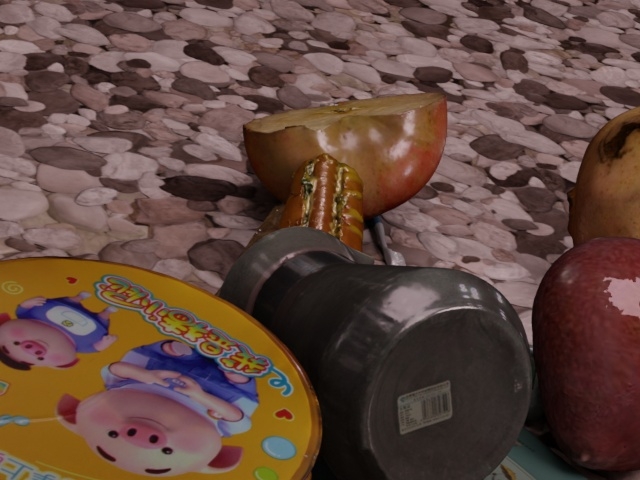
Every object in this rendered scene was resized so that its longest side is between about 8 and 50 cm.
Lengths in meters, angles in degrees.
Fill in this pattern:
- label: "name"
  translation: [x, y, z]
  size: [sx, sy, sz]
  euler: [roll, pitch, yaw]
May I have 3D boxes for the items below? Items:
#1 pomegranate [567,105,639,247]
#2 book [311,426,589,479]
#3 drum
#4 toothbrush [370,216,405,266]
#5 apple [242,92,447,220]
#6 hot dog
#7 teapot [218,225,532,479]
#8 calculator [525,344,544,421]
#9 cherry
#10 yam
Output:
- label: "pomegranate"
  translation: [0.476, -0.037, 2.156]
  size: [0.322, 0.322, 0.322]
  euler: [10, 27, -5]
- label: "book"
  translation: [0.144, 0.293, 1.682]
  size: [0.379, 0.031, 0.264]
  euler: [-8, 33, -35]
- label: "drum"
  translation: [-0.223, 0.210, 1.451]
  size: [0.431, 0.214, 0.431]
  euler: [11, 31, -7]
- label: "toothbrush"
  translation: [0.081, -0.030, 2.288]
  size: [0.025, 0.019, 0.276]
  euler: [13, 26, -19]
- label: "apple"
  translation: [0.042, -0.111, 2.253]
  size: [0.293, 0.163, 0.251]
  euler: [-9, 10, -7]
- label: "hot dog"
  translation: [0.000, 0.000, 2.042]
  size: [0.115, 0.072, 0.269]
  euler: [2, 57, -2]
- label: "teapot"
  translation: [0.030, 0.136, 1.701]
  size: [0.300, 0.253, 0.344]
  euler: [-36, 28, -16]
- label: "calculator"
  translation: [0.182, 0.154, 1.952]
  size: [0.246, 0.045, 0.141]
  euler: [17, 28, 6]
- label: "cherry"
  translation: [0.352, 0.135, 1.838]
  size: [0.221, 0.261, 0.307]
  euler: [-8, 39, 30]
- label: "yam"
  translation: [-0.078, 0.032, 2.056]
  size: [0.066, 0.066, 0.300]
  euler: [15, 27, 5]
